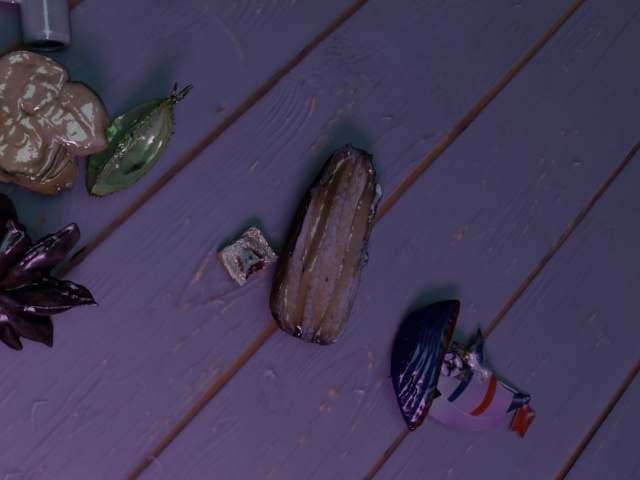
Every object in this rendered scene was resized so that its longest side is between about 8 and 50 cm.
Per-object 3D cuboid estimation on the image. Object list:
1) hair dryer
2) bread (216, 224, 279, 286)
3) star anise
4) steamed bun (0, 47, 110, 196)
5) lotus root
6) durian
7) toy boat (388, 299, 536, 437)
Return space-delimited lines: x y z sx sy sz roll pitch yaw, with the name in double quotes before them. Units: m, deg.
"hair dryer" -0.460 -0.336 1.149 0.236 0.073 0.131 -2 86 -38
"bread" -0.113 0.023 1.300 0.083 0.035 0.070 -33 96 -20
"star anise" -0.428 0.067 1.112 0.282 0.129 0.212 -40 98 -4
"steamed bun" -0.389 -0.155 1.167 0.192 0.106 0.177 21 80 -11
"lotus root" 0.000 -0.001 1.334 0.167 0.078 0.329 33 69 -41
"durian" -0.265 -0.144 1.218 0.086 0.100 0.215 41 77 -17
"toy boat" 0.228 0.253 1.414 0.219 0.072 0.318 -45 111 -24
